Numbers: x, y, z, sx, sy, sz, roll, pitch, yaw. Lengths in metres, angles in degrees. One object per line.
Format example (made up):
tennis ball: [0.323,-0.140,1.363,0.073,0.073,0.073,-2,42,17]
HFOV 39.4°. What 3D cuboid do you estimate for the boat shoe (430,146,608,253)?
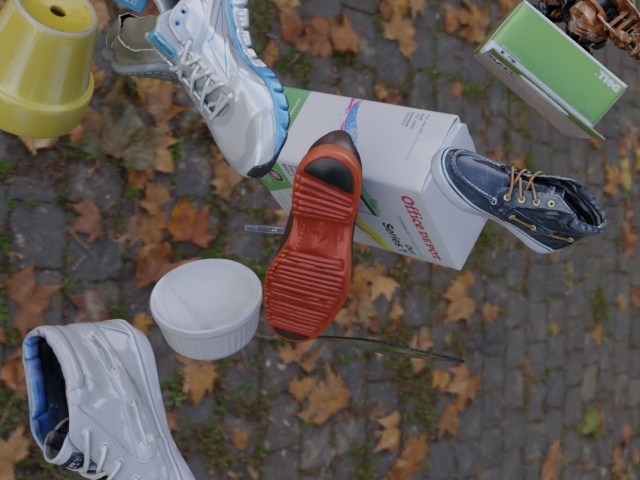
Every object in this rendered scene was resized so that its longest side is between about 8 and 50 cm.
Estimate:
boat shoe: [0.204,-0.052,0.910,0.183,0.083,0.065,28,61,-22]

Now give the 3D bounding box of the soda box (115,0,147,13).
soda box: [-0.336,-0.542,1.729,0.071,0.210,0.067,26,51,-16]

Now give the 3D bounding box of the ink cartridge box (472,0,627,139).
ink cartridge box: [0.314,-0.229,1.201,0.189,0.255,0.097,39,99,-3]

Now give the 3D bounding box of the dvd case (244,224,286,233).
dvd case: [-0.061,-0.023,2.024,0.221,0.165,0.018,-1,95,-78]

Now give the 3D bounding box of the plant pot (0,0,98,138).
plant pot: [-0.553,-0.371,1.765,0.254,0.239,0.254,22,42,-21]

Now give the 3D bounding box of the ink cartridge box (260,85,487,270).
ink cartridge box: [0.064,-0.084,1.183,0.117,0.278,0.201,-62,146,-19]

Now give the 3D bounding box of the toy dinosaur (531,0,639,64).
toy dinosaur: [0.405,-0.331,1.345,0.218,0.164,0.321,50,22,-63]

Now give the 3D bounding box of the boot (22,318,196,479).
boot: [-0.188,0.192,0.777,0.123,0.095,0.258,7,56,-57]

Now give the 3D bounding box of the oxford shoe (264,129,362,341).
oxford shoe: [0.000,0.000,1.045,0.098,0.097,0.271,-72,179,-59]

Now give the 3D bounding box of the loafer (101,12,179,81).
loafer: [-0.274,-0.299,1.356,0.094,0.251,0.087,3,107,-32]

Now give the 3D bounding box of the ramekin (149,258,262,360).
ramekin: [-0.275,0.176,2.198,0.273,0.273,0.127,-40,142,-38]

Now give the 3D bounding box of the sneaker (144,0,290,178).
sneaker: [-0.087,-0.128,0.659,0.083,0.071,0.190,-1,60,-43]

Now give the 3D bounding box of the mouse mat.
mouse mat: [0.081,0.144,1.191,0.153,0.190,0.007,16,78,-25]
